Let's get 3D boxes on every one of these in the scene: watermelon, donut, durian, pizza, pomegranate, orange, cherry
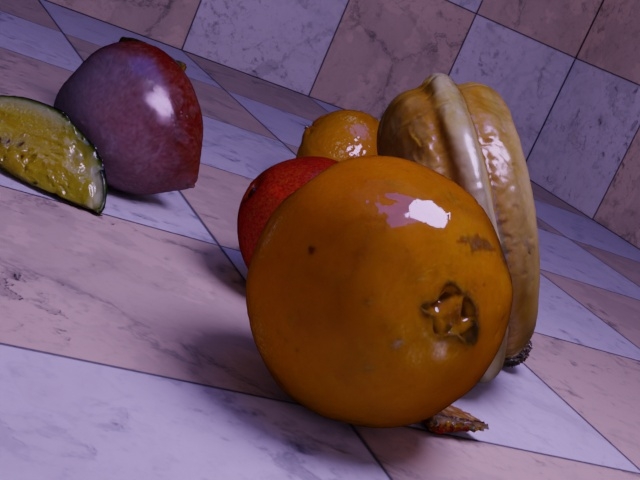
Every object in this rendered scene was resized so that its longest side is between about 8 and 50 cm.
[{"bbox_3d":[-0.434,-0.130,1.593,0.301,0.123,0.129,25,46,3],"label":"watermelon"},{"bbox_3d":[0.194,-0.017,1.532,0.198,0.449,0.449,-10,16,0],"label":"donut"},{"bbox_3d":[0.290,0.161,1.682,0.080,0.080,0.091,23,2,-3],"label":"durian"},{"bbox_3d":[0.144,0.216,1.336,0.100,0.029,0.099,15,8,-40],"label":"pizza"},{"bbox_3d":[0.000,0.000,1.541,0.256,0.221,0.221,49,4,-21],"label":"pomegranate"},{"bbox_3d":[0.045,-0.159,2.175,0.193,0.219,0.219,22,13,10],"label":"orange"},{"bbox_3d":[-0.298,-0.184,1.692,0.239,0.239,0.206,31,-7,29],"label":"cherry"},{"bbox_3d":[0.064,0.059,1.216,0.312,0.312,0.312,22,14,-6],"label":"orange"}]

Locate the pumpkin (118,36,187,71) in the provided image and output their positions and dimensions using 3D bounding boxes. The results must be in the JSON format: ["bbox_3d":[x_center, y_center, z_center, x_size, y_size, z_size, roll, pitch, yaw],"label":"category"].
[{"bbox_3d":[-0.345,-0.292,2.089,0.139,0.190,0.280,22,13,-3],"label":"pumpkin"}]
